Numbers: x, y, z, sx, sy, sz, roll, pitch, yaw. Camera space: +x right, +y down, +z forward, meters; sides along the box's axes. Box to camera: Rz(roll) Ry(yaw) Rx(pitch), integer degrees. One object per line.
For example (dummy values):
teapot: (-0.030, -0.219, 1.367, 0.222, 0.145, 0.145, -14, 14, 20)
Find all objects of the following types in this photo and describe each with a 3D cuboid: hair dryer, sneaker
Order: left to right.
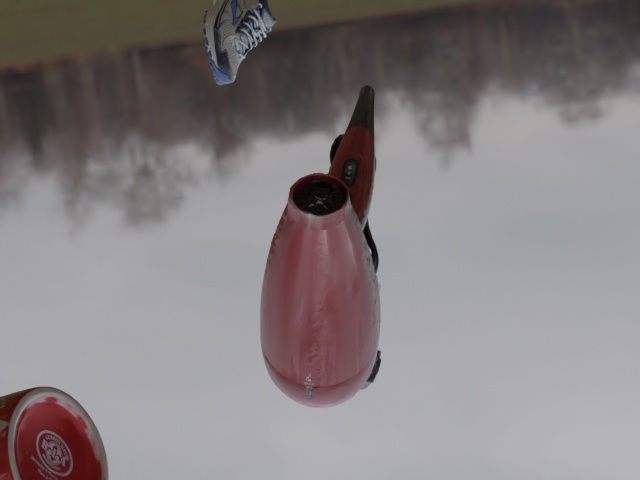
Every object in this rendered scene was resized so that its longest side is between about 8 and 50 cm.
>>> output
sneaker: (-0.071, -0.196, 1.742, 0.058, 0.052, 0.135, -3, -129, 10)
hair dryer: (0.000, 0.000, 1.305, 0.080, 0.224, 0.293, -1, 179, 2)

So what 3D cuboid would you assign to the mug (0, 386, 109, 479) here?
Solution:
mug: (-0.212, 0.155, 1.208, 0.169, 0.113, 0.150, -20, 163, 30)
